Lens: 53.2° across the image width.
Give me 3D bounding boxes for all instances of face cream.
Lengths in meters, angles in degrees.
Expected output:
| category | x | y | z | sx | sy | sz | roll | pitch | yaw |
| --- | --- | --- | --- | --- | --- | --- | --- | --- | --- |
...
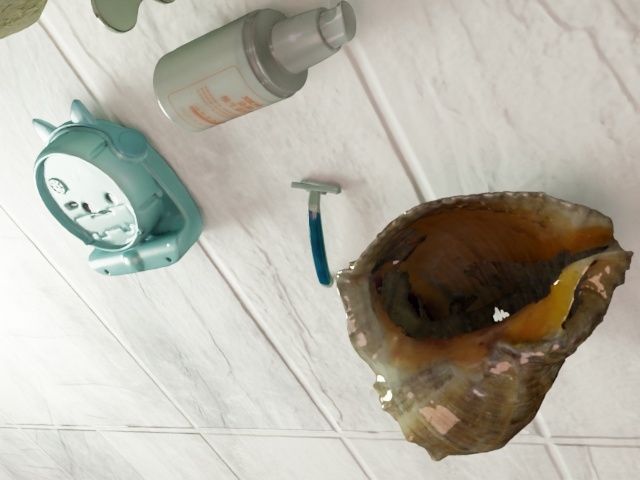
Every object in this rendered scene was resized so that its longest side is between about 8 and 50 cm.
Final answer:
| category | x | y | z | sx | sy | sz | roll | pitch | yaw |
| --- | --- | --- | --- | --- | --- | --- | --- | --- | --- |
| face cream | -0.067 | -0.198 | 0.704 | 0.252 | 0.101 | 0.101 | -11 | 123 | 35 |

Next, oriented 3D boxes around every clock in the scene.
| category | x | y | z | sx | sy | sz | roll | pitch | yaw |
| --- | --- | --- | --- | --- | --- | --- | --- | --- | --- |
| clock | -0.327 | -0.074 | 0.965 | 0.224 | 0.094 | 0.274 | -13 | 123 | 35 |

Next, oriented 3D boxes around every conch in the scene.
| category | x | y | z | sx | sy | sz | roll | pitch | yaw |
| --- | --- | --- | --- | --- | --- | --- | --- | --- | --- |
| conch | 0.176 | 0.076 | 0.763 | 0.297 | 0.210 | 0.352 | 42 | 102 | -9 |

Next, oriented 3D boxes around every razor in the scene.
| category | x | y | z | sx | sy | sz | roll | pitch | yaw |
| --- | --- | --- | --- | --- | --- | --- | --- | --- | --- |
| razor | -0.001 | 0.002 | 0.896 | 0.068 | 0.037 | 0.191 | 11 | 133 | 19 |

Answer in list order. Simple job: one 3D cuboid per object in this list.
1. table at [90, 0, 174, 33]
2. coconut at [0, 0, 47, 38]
| category | x | y | z | sx | sy | sz | roll | pitch | yaw |
| --- | --- | --- | --- | --- | --- | --- | --- | --- | --- |
| table | -0.182 | -0.302 | 0.599 | 0.167 | 0.198 | 0.166 | 15 | 134 | 16 |
| coconut | -0.391 | -0.343 | 0.663 | 0.245 | 0.247 | 0.245 | 10 | 162 | 3 |
